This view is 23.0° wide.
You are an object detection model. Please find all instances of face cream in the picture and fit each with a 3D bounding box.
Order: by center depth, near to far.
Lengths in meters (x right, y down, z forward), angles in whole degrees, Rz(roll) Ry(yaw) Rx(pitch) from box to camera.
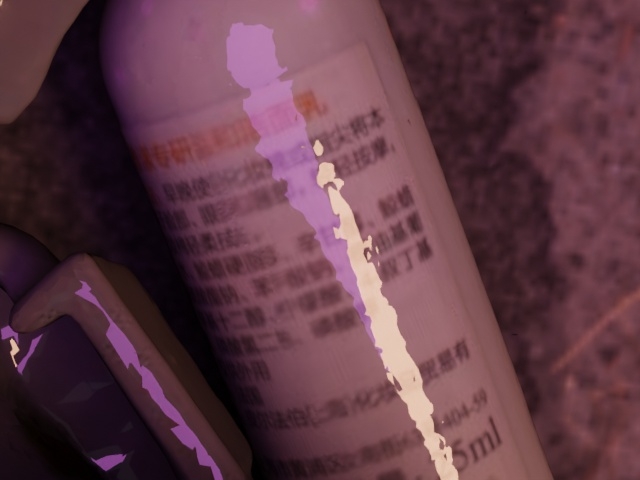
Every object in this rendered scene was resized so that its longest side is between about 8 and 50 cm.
[{"bbox_3d":[0.000,0.000,0.439,0.082,0.082,0.269,-21,103,-3],"label":"face cream"}]

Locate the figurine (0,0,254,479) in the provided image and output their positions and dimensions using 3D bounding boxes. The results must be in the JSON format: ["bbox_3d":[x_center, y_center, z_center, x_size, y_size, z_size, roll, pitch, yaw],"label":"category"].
[{"bbox_3d":[-0.151,0.029,0.375,0.343,0.167,0.284,14,104,35],"label":"figurine"}]
